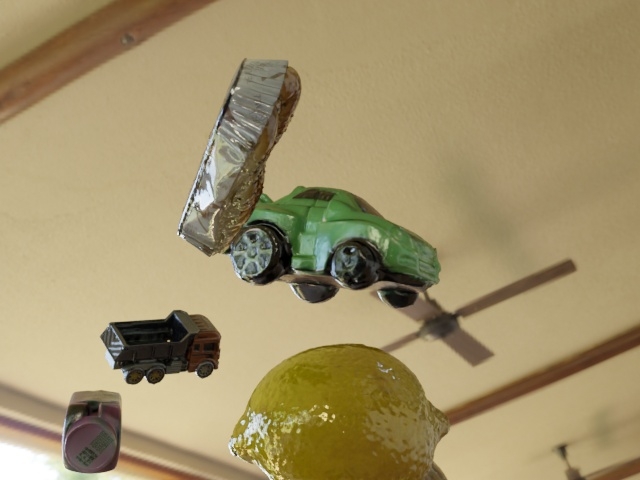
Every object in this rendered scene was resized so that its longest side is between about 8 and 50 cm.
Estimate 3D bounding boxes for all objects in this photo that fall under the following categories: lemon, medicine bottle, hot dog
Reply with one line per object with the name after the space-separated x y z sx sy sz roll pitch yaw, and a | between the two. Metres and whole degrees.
0.024 0.204 0.927 0.244 0.187 0.187 1 -35 -10 | lemon
-0.382 0.323 1.438 0.094 0.119 0.188 4 0 -13 | medicine bottle
-0.086 -0.086 0.906 0.075 0.144 0.268 23 -34 -4 | hot dog

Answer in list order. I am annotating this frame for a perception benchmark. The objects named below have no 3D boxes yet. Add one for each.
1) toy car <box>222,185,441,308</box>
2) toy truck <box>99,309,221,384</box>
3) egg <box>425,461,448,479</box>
0.000 0.000 1.308 0.358 0.177 0.213 2 -11 29 | toy car
-0.256 0.173 1.397 0.192 0.083 0.092 0 -64 -33 | toy truck
0.100 0.405 1.293 0.203 0.204 0.245 3 -21 -32 | egg
